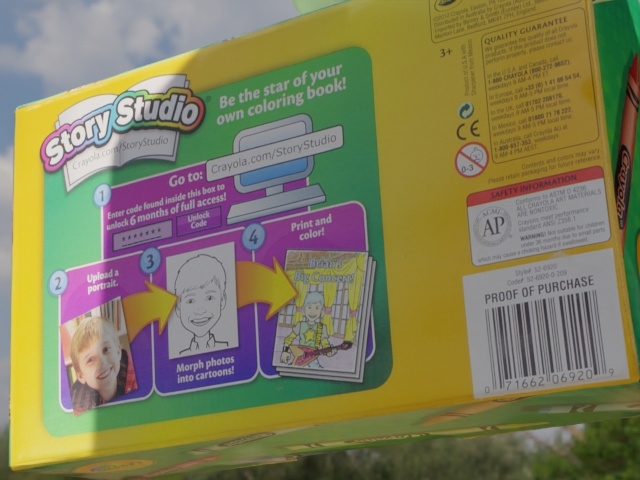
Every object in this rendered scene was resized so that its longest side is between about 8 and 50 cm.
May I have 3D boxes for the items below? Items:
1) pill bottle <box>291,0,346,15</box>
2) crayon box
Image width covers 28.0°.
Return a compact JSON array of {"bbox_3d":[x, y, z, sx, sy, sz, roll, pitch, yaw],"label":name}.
[{"bbox_3d":[0.028,-0.241,0.650,0.152,0.272,0.152,-10,-31,-6],"label":"pill bottle"},{"bbox_3d":[0.000,0.000,0.522,0.278,0.165,0.081,-12,-19,29],"label":"crayon box"}]
